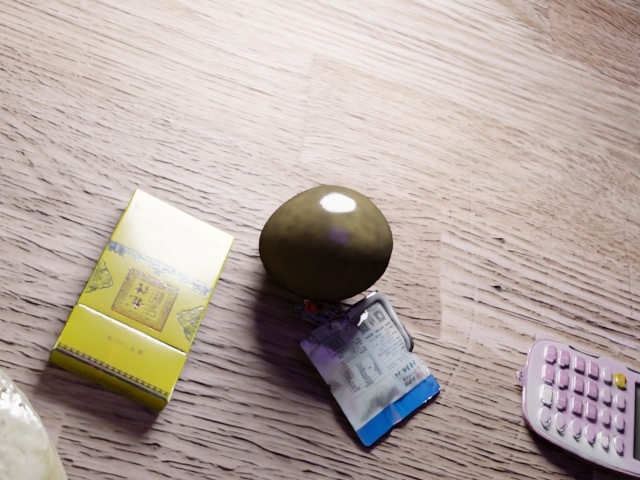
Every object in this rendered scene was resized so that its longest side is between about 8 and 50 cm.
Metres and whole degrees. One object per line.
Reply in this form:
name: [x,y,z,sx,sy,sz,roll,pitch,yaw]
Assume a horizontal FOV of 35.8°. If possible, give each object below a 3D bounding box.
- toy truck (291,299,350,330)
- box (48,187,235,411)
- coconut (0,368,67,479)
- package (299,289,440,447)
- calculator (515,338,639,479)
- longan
toy truck: [0.002,0.106,1.382,0.083,0.024,0.032,26,42,-9]
box: [-0.223,0.070,1.282,0.153,0.041,0.279,27,49,-10]
coconut: [-0.411,0.281,0.814,0.344,0.415,0.415,63,34,-38]
package: [0.072,0.172,1.362,0.171,0.027,0.173,-28,86,-41]
calculator: [0.421,0.258,1.488,0.294,0.043,0.194,23,51,-7]
longan: [0.000,0.000,1.375,0.185,0.159,0.204,-10,25,-32]
